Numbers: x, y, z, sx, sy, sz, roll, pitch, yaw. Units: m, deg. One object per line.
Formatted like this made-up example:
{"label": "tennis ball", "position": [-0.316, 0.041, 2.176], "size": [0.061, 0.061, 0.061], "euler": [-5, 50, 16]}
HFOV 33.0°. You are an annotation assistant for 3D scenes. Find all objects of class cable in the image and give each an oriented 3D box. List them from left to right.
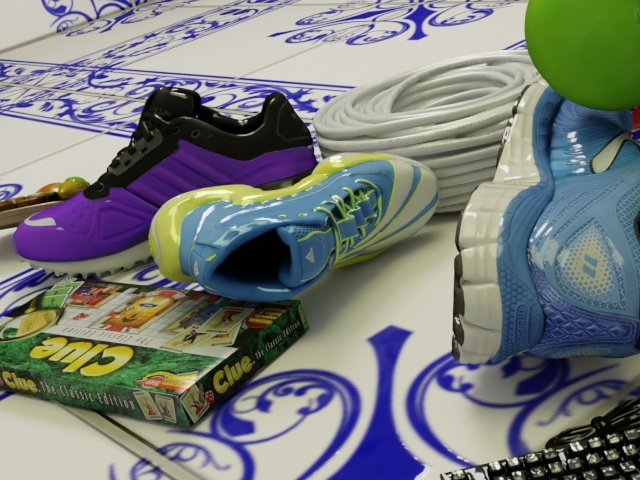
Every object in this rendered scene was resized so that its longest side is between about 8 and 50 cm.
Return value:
{"label": "cable", "position": [0.123, -0.105, 0.994], "size": [0.257, 0.089, 0.257], "euler": [-22, 22, -19]}

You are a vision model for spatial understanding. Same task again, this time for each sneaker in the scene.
{"label": "sneaker", "position": [-0.148, -0.067, 0.987], "size": [0.293, 0.146, 0.102], "euler": [-14, 21, 0]}
{"label": "sneaker", "position": [0.000, 0.000, 0.801], "size": [0.240, 0.091, 0.126], "euler": [-15, 24, -19]}
{"label": "sneaker", "position": [0.186, -0.013, 0.719], "size": [0.147, 0.130, 0.330], "euler": [9, 31, 16]}

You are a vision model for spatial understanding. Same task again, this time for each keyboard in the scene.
{"label": "keyboard", "position": [0.150, 0.111, 0.534], "size": [0.180, 0.023, 0.108], "euler": [-13, 21, 1]}

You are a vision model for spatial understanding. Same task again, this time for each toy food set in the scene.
{"label": "toy food set", "position": [-0.299, -0.038, 1.109], "size": [0.192, 0.039, 0.132], "euler": [-12, 1, 7]}

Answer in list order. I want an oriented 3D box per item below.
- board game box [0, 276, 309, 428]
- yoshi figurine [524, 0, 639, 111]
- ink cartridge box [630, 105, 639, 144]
{"label": "board game box", "position": [-0.150, 0.075, 0.802], "size": [0.259, 0.030, 0.136], "euler": [3, 29, 37]}
{"label": "yoshi figurine", "position": [0.229, -0.144, 0.613], "size": [0.203, 0.204, 0.362], "euler": [24, -6, -5]}
{"label": "ink cartridge box", "position": [0.367, -0.121, 0.927], "size": [0.232, 0.066, 0.189], "euler": [5, 29, 32]}
